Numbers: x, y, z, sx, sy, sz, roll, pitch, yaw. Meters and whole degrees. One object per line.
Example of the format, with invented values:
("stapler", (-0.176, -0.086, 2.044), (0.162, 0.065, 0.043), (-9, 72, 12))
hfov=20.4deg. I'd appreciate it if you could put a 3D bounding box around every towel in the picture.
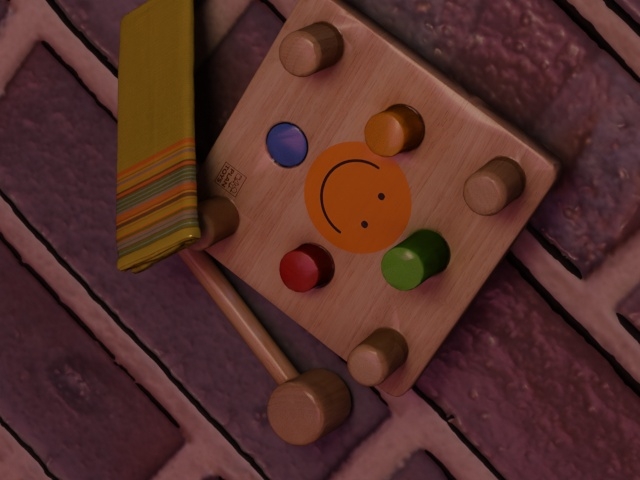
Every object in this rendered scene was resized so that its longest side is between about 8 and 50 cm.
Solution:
("towel", (-0.134, -0.096, 1.489), (0.102, 0.021, 0.237), (-22, 62, 43))

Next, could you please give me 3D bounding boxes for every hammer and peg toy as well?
("hammer and peg toy", (0.000, 0.000, 1.477), (0.266, 0.127, 0.361), (38, 117, 10))
